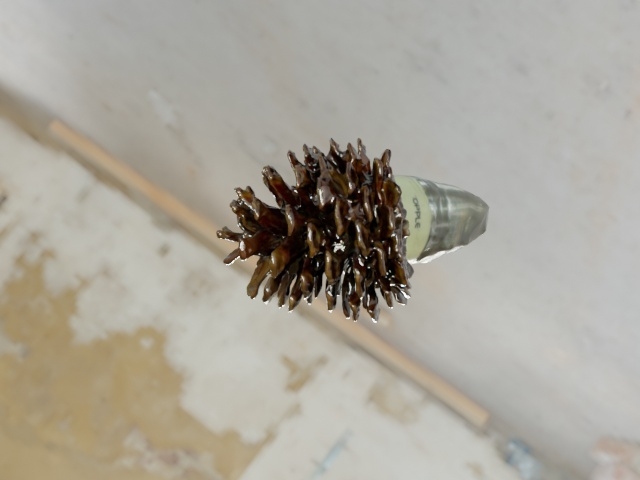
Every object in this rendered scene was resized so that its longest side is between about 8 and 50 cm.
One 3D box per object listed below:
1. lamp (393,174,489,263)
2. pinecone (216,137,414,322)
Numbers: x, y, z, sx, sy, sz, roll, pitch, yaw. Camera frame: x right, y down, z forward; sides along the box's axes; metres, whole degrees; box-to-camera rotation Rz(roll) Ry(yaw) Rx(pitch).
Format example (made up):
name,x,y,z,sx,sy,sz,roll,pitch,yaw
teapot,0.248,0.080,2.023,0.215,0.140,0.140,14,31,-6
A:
name,x,y,z,sx,sy,sz,roll,pitch,yaw
lamp,0.086,-0.022,1.645,0.250,0.101,0.101,-4,-163,-40
pinecone,-0.005,-0.006,1.380,0.165,0.163,0.163,-5,157,4
